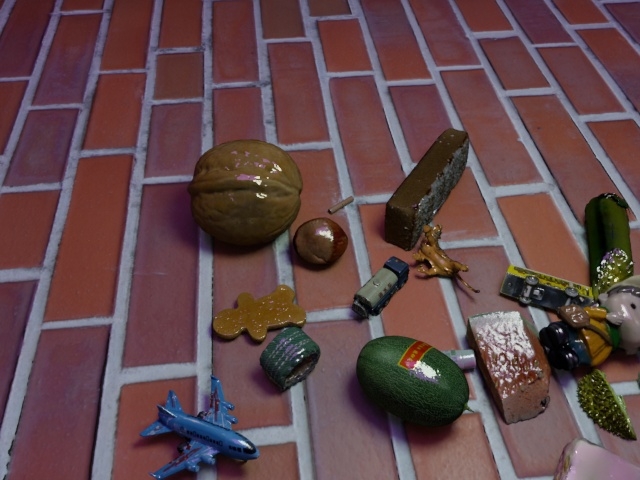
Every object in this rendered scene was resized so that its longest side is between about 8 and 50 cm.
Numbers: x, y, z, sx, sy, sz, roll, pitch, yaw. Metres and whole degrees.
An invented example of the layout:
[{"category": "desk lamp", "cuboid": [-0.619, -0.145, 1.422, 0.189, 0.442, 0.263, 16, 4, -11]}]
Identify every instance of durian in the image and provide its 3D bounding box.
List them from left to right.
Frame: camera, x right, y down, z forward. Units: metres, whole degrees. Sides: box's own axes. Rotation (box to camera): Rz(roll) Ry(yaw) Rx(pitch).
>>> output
[{"category": "durian", "cuboid": [0.670, 0.371, 1.435, 0.100, 0.086, 0.215, 15, 43, -34]}]

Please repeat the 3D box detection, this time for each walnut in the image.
[{"category": "walnut", "cuboid": [-0.217, -0.136, 1.725, 0.333, 0.332, 0.332, 0, 48, 0]}]

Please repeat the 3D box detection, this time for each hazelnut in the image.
[{"category": "hazelnut", "cuboid": [0.000, 0.000, 1.708, 0.154, 0.143, 0.143, -3, 46, 19]}]

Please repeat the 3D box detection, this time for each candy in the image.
[{"category": "candy", "cuboid": [0.542, 0.552, 1.226, 0.156, 0.115, 0.265, 23, 52, 20]}]

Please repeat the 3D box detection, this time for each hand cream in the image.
[{"category": "hand cream", "cuboid": [0.294, 0.301, 1.502, 0.174, 0.047, 0.076, -7, 49, 4]}]

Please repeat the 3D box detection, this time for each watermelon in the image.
[{"category": "watermelon", "cuboid": [0.468, 0.307, 1.460, 0.193, 0.139, 0.256, -5, 56, 5]}]

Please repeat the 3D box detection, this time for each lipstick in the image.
[{"category": "lipstick", "cuboid": [0.064, -0.110, 1.876, 0.094, 0.019, 0.019, -32, 56, -25]}]

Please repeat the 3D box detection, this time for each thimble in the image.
[{"category": "thimble", "cuboid": [-0.072, 0.281, 1.458, 0.135, 0.118, 0.090, -34, 56, -27]}]

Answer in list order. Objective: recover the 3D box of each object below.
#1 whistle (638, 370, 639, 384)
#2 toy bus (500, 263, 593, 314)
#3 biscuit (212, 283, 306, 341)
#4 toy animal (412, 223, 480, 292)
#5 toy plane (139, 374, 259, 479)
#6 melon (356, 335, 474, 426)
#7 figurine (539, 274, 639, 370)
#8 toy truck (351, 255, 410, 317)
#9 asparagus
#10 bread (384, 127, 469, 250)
[{"category": "whistle", "cuboid": [0.890, 0.335, 1.457, 0.236, 0.077, 0.114, -1, 76, 6]}, {"category": "toy bus", "cuboid": [0.603, 0.138, 1.619, 0.226, 0.081, 0.074, 16, 28, 16]}, {"category": "biscuit", "cuboid": [-0.164, 0.199, 1.587, 0.240, 0.035, 0.158, -15, 48, -14]}, {"category": "toy animal", "cuboid": [0.349, 0.068, 1.685, 0.116, 0.114, 0.255, 13, 34, -52]}, {"category": "toy plane", "cuboid": [-0.255, 0.428, 1.335, 0.271, 0.105, 0.254, 20, 52, 15]}, {"category": "melon", "cuboid": [0.217, 0.323, 1.383, 0.288, 0.182, 0.182, 25, 53, 22]}, {"category": "figurine", "cuboid": [0.706, 0.211, 1.499, 0.332, 0.204, 0.185, -21, 81, 2]}, {"category": "toy truck", "cuboid": [0.159, 0.124, 1.622, 0.074, 0.088, 0.202, 31, 55, 26]}, {"category": "asparagus", "cuboid": [0.810, 0.032, 1.693, 0.108, 0.128, 0.382, 38, 47, -23]}, {"category": "bread", "cuboid": [0.332, -0.164, 1.831, 0.113, 0.165, 0.416, 24, 53, 21]}]
